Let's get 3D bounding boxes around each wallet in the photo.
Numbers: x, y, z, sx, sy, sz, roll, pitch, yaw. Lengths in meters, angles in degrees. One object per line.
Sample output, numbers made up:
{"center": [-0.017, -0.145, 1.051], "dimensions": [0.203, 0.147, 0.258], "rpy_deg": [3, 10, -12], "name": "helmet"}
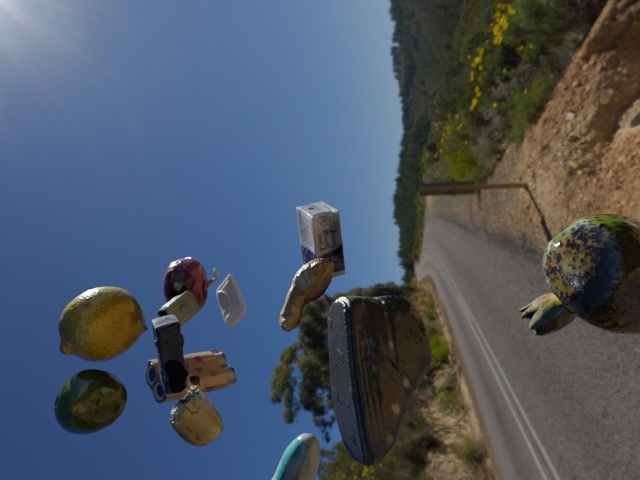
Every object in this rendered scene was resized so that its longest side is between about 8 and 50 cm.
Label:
{"center": [-0.347, 0.233, 1.636], "dimensions": [0.032, 0.124, 0.182], "rpy_deg": [15, -143, -46], "name": "wallet"}

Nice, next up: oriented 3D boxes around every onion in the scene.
{"center": [-0.503, 0.171, 1.591], "dimensions": [0.207, 0.201, 0.201], "rpy_deg": [-63, -15, 6], "name": "onion"}

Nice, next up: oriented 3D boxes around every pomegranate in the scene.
{"center": [0.615, 0.107, 0.973], "dimensions": [0.340, 0.285, 0.285], "rpy_deg": [-54, 5, 30], "name": "pomegranate"}

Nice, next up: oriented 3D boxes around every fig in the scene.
{"center": [-0.650, 0.456, 1.202], "dimensions": [0.191, 0.181, 0.180], "rpy_deg": [145, 126, -75], "name": "fig"}

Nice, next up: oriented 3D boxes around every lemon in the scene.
{"center": [-0.688, 0.263, 1.340], "dimensions": [0.253, 0.229, 0.228], "rpy_deg": [-22, -70, -62], "name": "lemon"}

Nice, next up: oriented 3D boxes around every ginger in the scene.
{"center": [-0.032, 0.108, 0.870], "dimensions": [0.165, 0.067, 0.096], "rpy_deg": [-59, -14, -1], "name": "ginger"}

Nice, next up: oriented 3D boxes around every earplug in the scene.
{"center": [-0.083, 0.877, 1.621], "dimensions": [0.185, 0.185, 0.323], "rpy_deg": [-36, -32, -71], "name": "earplug"}

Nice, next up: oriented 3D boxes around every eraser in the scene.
{"center": [-0.464, 0.488, 1.543], "dimensions": [0.291, 0.171, 0.087], "rpy_deg": [6, -57, -49], "name": "eraser"}

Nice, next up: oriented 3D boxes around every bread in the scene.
{"center": [-0.254, 0.364, 0.873], "dimensions": [0.106, 0.082, 0.125], "rpy_deg": [57, 162, 0], "name": "bread"}

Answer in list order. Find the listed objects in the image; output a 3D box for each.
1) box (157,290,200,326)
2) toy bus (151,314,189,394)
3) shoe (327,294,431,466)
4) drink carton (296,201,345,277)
{"center": [-0.468, 0.229, 1.403], "dimensions": [0.122, 0.069, 0.084], "rpy_deg": [-44, -68, -50], "name": "box"}
{"center": [-0.316, 0.238, 0.894], "dimensions": [0.058, 0.072, 0.171], "rpy_deg": [-12, -65, -29], "name": "toy bus"}
{"center": [0.155, 0.321, 1.034], "dimensions": [0.171, 0.237, 0.383], "rpy_deg": [134, 134, -60], "name": "shoe"}
{"center": [-0.001, -0.001, 1.363], "dimensions": [0.134, 0.102, 0.222], "rpy_deg": [-139, 38, -61], "name": "drink carton"}
